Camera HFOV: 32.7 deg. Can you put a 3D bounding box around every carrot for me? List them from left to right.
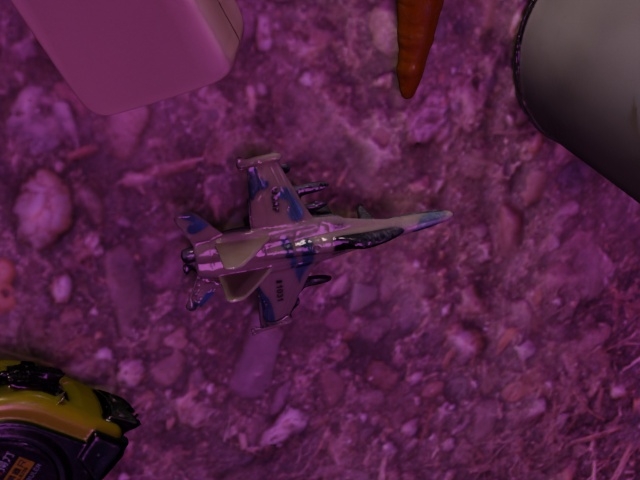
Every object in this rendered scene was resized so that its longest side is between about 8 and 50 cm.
[{"bbox_3d":[0.091,-0.278,0.931,0.069,0.069,0.336,-8,119,-14],"label":"carrot"}]

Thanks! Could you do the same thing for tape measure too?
[{"bbox_3d":[-0.293,0.193,1.003,0.186,0.112,0.199,31,97,-34],"label":"tape measure"}]

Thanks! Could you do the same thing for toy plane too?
[{"bbox_3d":[-0.004,-0.005,1.022,0.262,0.088,0.192,-15,124,-22],"label":"toy plane"}]

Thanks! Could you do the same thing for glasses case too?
[{"bbox_3d":[-0.188,-0.251,0.798,0.144,0.076,0.336,-12,130,21],"label":"glasses case"}]

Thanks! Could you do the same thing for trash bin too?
[{"bbox_3d":[0.322,-0.134,0.955,0.217,0.262,0.277,-31,120,-2],"label":"trash bin"}]
